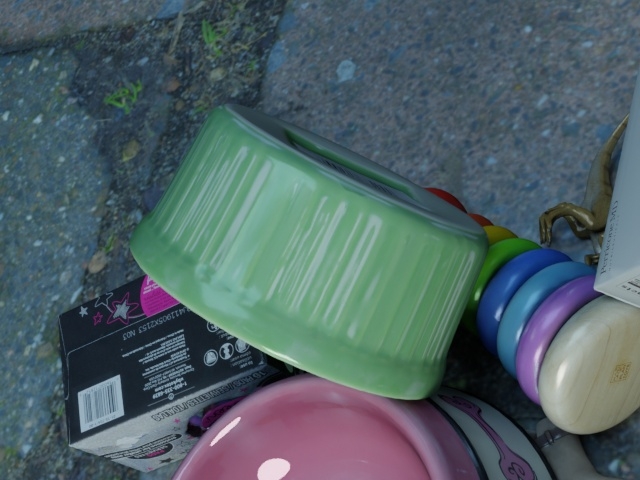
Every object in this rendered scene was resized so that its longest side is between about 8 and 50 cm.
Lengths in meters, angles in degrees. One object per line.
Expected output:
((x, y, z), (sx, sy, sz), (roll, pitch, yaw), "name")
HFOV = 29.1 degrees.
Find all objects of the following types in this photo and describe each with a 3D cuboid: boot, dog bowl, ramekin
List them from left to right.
((0.000, 0.000, 1.085), (0.303, 0.303, 0.148), (35, 103, 42), "ramekin")
((0.011, 0.296, 1.081), (0.408, 0.150, 0.408), (-20, 55, 31), "dog bowl")
((0.223, 0.196, 1.099), (0.118, 0.042, 0.087), (-16, 53, 25), "boot")

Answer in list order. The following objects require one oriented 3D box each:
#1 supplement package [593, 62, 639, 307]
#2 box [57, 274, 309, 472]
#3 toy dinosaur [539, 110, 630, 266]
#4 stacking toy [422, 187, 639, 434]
((0.370, -0.059, 1.021), (0.145, 0.204, 0.262), (135, 153, -65), "supplement package")
((-0.135, 0.126, 1.311), (0.247, 0.142, 0.163), (-25, 58, 21), "box")
((0.271, -0.028, 1.204), (0.112, 0.064, 0.211), (-6, 62, 3), "toy dinosaur")
((0.173, 0.039, 1.176), (0.141, 0.141, 0.330), (-48, 43, 0), "stacking toy")
